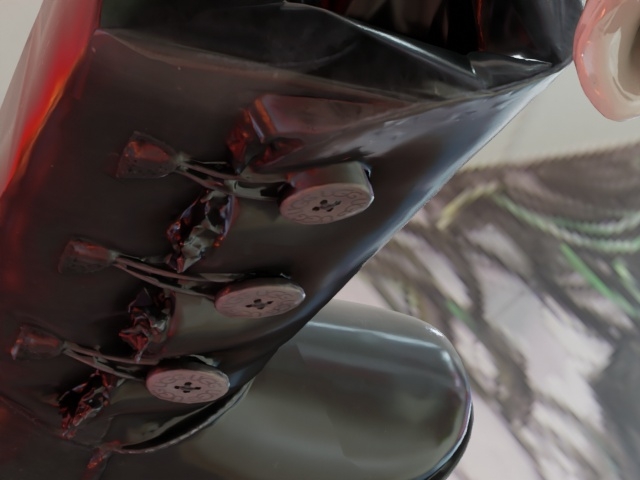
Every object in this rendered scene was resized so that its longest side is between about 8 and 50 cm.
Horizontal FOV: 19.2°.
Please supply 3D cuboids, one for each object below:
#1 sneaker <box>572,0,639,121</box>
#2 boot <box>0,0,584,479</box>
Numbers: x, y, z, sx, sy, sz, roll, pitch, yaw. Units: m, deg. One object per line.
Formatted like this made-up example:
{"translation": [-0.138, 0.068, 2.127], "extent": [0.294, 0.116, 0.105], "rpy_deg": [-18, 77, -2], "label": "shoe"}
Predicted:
{"translation": [0.207, -0.063, 0.485], "extent": [0.152, 0.305, 0.114], "rpy_deg": [-52, -50, -34], "label": "sneaker"}
{"translation": [-0.002, 0.000, 0.922], "extent": [0.367, 0.146, 0.445], "rpy_deg": [-4, -32, -28], "label": "boot"}
